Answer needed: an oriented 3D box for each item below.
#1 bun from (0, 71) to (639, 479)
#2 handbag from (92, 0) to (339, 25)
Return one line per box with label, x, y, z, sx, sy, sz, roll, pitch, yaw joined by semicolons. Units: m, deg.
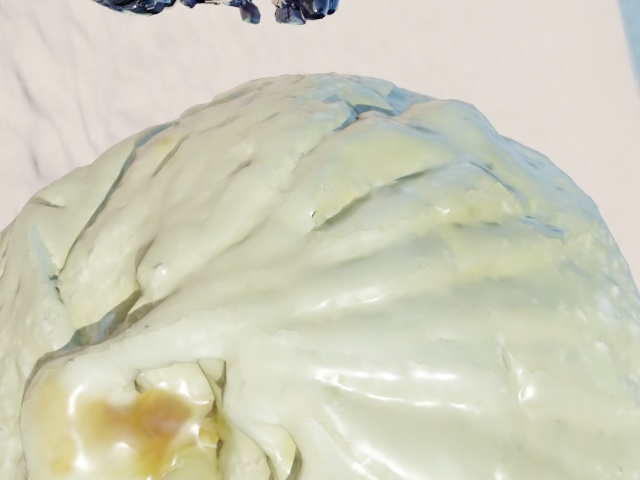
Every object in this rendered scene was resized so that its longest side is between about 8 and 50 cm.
bun;-0.034;0.092;0.533;0.227;0.352;0.349;4;106;-59
handbag;-0.087;-0.153;0.335;0.260;0.113;0.162;37;0;-12
